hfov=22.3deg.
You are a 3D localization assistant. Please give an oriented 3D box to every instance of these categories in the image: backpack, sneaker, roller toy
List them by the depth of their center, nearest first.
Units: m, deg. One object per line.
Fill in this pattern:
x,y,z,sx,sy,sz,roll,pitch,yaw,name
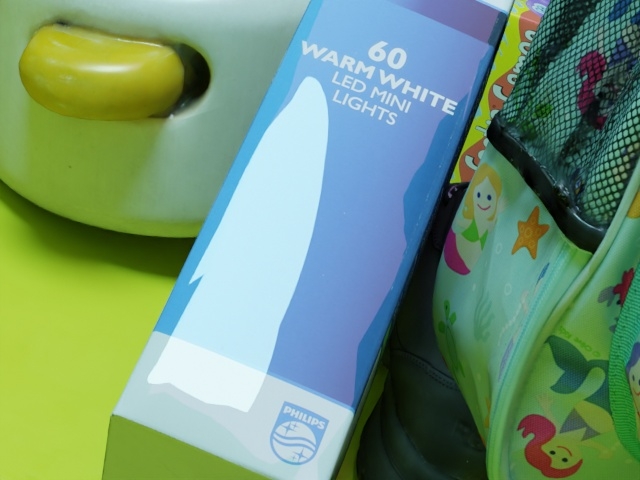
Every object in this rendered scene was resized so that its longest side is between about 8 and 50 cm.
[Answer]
0.165,0.011,0.555,0.225,0.253,0.191,15,32,-22,backpack
0.069,0.018,0.773,0.109,0.130,0.286,10,28,-17,sneaker
-0.082,-0.103,0.837,0.209,0.146,0.191,-12,33,-34,roller toy

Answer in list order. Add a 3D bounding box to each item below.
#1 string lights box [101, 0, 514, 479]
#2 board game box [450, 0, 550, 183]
0.000,0.000,0.632,0.077,0.133,0.259,22,58,2,string lights box
0.206,-0.057,0.988,0.275,0.144,0.142,20,28,-2,board game box
